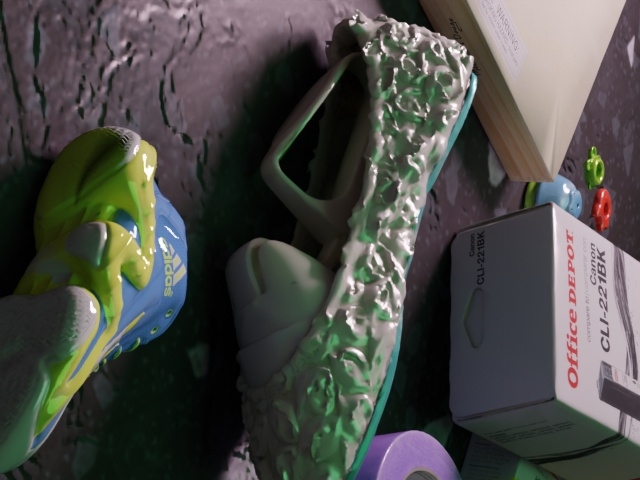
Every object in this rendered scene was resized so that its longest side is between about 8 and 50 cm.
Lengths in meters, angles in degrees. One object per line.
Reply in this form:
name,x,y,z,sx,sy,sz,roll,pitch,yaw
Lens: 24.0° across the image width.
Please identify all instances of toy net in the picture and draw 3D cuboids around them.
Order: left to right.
toy net,0.270,0.024,1.584,0.122,0.045,0.232,-42,128,-49

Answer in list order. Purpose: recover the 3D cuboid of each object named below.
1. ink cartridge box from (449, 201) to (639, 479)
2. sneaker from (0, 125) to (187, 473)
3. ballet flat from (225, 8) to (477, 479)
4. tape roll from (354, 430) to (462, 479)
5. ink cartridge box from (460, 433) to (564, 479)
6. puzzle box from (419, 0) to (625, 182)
ink cartridge box,0.246,0.111,1.413,0.273,0.114,0.197,29,54,-40
sneaker,-0.139,0.053,0.935,0.126,0.091,0.240,51,51,-46
ballet flat,0.000,0.000,1.132,0.147,0.147,0.409,49,51,-46
tape roll,0.053,0.251,1.208,0.189,0.080,0.189,33,50,-52
ink cartridge box,0.181,0.244,1.451,0.104,0.061,0.181,47,54,-47
puzzle box,0.173,-0.286,1.402,0.409,0.052,0.272,57,48,-41
